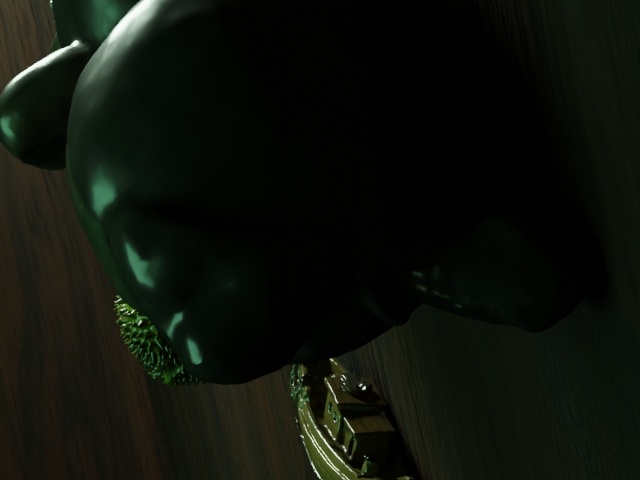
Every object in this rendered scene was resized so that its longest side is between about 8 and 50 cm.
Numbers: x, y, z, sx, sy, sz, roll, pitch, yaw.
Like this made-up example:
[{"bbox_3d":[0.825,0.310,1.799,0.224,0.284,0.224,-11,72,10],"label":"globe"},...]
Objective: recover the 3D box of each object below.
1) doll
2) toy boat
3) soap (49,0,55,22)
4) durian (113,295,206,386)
[{"bbox_3d":[-0.037,-0.117,0.933,0.382,0.252,0.379,-125,22,-44],"label":"doll"},{"bbox_3d":[0.025,0.144,1.447,0.206,0.064,0.072,-129,44,-61],"label":"toy boat"},{"bbox_3d":[-0.121,-0.241,1.342,0.304,0.169,0.339,46,152,41],"label":"soap"},{"bbox_3d":[-0.117,0.048,1.775,0.198,0.159,0.146,92,172,-46],"label":"durian"}]
